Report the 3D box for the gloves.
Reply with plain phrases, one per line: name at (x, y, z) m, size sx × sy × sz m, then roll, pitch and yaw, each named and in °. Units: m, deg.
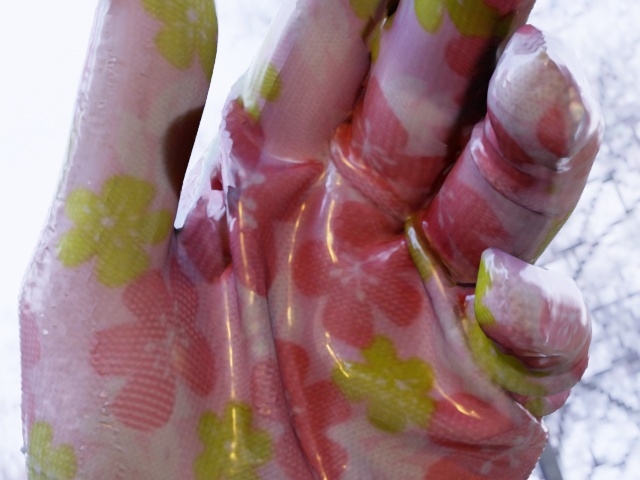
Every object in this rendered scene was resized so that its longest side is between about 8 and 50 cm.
gloves at (0.005, 0.001, 0.517) m, size 0.241 × 0.145 × 0.126 m, roll -66°, pitch -20°, yaw 7°
